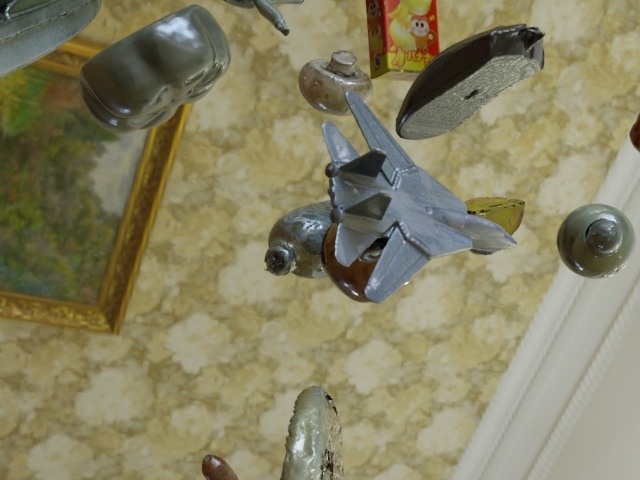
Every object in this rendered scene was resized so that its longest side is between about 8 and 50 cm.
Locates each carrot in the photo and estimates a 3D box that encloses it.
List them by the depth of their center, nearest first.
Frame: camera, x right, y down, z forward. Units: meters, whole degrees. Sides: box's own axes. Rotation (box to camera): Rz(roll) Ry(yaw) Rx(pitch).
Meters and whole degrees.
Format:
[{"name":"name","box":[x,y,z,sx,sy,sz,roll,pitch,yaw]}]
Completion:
[{"name":"carrot","box":[-0.144,0.467,1.607,0.048,0.216,0.048,-31,-157,15]}]

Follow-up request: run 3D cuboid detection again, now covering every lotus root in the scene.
[{"name":"lotus root","box":[0.001,-0.002,1.891,0.175,0.350,0.174,4,-84,33]}]

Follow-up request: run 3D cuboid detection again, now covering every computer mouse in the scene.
[{"name":"computer mouse","box":[0.203,-0.237,1.252,0.264,0.147,0.088,-29,-107,38]}]

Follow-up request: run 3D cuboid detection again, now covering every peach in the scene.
[{"name":"peach","box":[0.368,-0.045,1.973,0.172,0.127,0.092,-36,-155,-16]}]

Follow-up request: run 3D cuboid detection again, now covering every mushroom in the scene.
[{"name":"mushroom","box":[0.034,-0.342,1.918,0.166,0.166,0.127,-116,-151,-54]}]

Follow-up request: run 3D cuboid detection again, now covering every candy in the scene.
[{"name":"candy","box":[0.176,-0.486,1.914,0.088,0.146,0.275,-9,-95,63]}]

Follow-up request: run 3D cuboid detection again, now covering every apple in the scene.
[{"name":"apple","box":[0.102,0.022,1.705,0.174,0.188,0.188,-31,-131,36]}]

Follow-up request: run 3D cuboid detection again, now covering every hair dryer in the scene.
[{"name":"hair dryer","box":[-0.096,-0.544,2.021,0.225,0.219,0.088,37,-52,20]}]

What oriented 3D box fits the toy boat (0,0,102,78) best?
[{"name":"toy boat","box":[-0.274,-0.191,0.733,0.319,0.141,0.092,-60,151,-60]}]

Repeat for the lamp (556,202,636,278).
[{"name":"lamp","box":[0.318,0.000,1.012,0.163,0.091,0.090,7,96,-77]}]

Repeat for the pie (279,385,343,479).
[{"name":"pie","box":[-0.009,0.384,1.360,0.339,0.077,0.338,2,90,-77]}]

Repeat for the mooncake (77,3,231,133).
[{"name":"mooncake","box":[-0.274,-0.281,1.482,0.135,0.275,0.275,58,-28,-5]}]

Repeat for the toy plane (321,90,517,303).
[{"name":"toy plane","box":[0.102,-0.018,0.880,0.088,0.267,0.212,-22,-117,35]}]

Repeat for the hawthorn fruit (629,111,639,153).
[{"name":"hawthorn fruit","box":[0.647,-0.206,1.654,0.140,0.125,0.125,-90,-163,-77]}]
